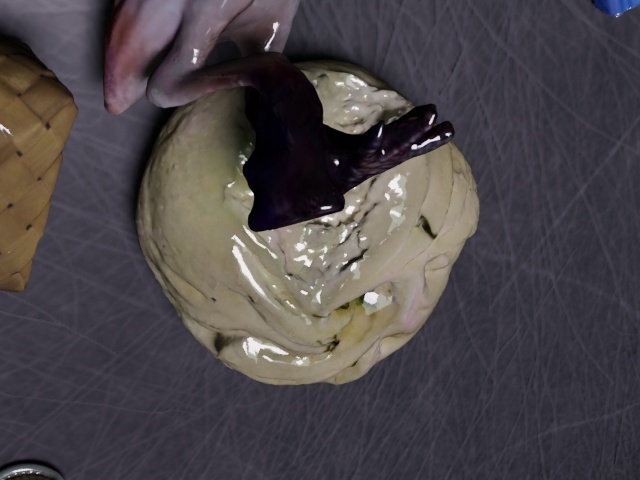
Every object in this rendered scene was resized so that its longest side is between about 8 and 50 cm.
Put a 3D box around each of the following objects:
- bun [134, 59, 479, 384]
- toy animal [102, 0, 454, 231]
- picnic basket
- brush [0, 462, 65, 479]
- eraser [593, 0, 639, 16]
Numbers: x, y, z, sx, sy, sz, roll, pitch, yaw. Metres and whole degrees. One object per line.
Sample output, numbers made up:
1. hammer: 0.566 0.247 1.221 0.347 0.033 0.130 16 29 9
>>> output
1. bun: 0.000 0.000 0.568 0.210 0.116 0.237 -38 129 1
2. toy animal: -0.022 -0.166 0.455 0.090 0.195 0.324 1 94 -66
3. picnic basket: -0.222 -0.041 0.428 0.179 0.128 0.137 1 119 -45
4. brush: -0.203 0.271 0.703 0.062 0.027 0.266 -15 126 -15
5. eraser: 0.203 -0.198 0.592 0.063 0.027 0.084 -31 128 -6
